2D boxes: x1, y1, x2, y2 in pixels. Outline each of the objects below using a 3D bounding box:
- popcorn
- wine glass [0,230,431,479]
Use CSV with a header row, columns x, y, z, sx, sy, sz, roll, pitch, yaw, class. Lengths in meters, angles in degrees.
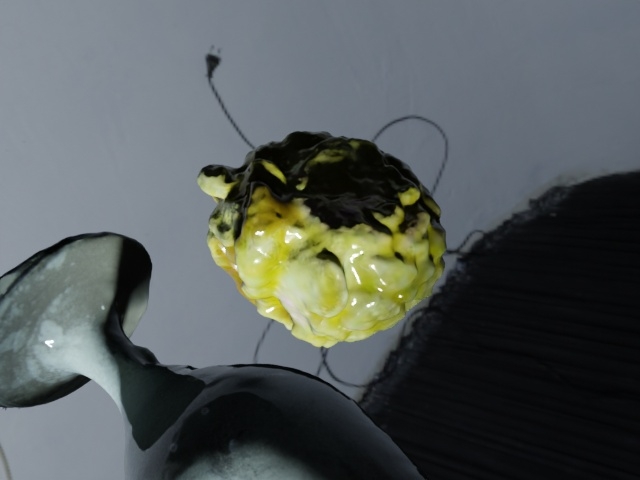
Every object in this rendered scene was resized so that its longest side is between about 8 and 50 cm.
x,y,z,sx,sy,sz,roll,pitch,yaw,class
0.000,0.000,0.877,0.259,0.259,0.212,-39,151,-33,popcorn
-0.054,0.102,0.411,0.126,0.241,0.126,-40,151,-28,wine glass
